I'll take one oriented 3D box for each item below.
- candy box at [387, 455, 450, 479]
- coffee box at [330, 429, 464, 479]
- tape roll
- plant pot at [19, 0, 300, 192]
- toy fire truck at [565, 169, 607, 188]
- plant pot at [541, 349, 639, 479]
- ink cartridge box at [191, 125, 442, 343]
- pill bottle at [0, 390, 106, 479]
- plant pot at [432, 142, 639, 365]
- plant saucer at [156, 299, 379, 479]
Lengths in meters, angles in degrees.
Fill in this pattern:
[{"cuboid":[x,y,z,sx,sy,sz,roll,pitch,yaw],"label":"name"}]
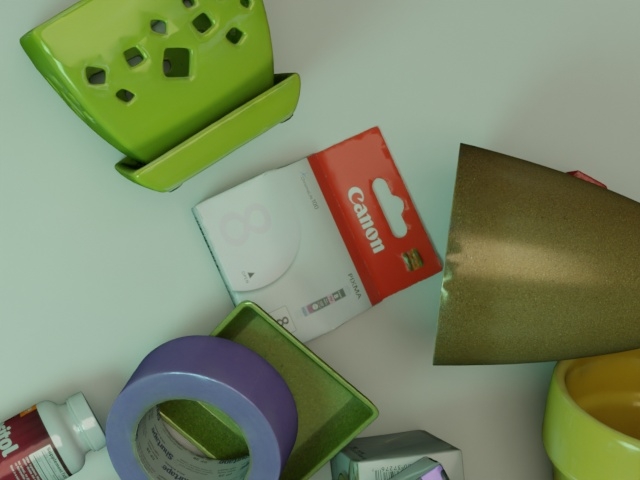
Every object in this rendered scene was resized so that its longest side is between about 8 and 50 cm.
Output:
[{"cuboid":[0.093,0.342,1.464,0.165,0.070,0.196,-31,94,-8],"label":"candy box"},{"cuboid":[0.091,0.365,1.584,0.119,0.168,0.297,-6,91,-9],"label":"coffee box"},{"cuboid":[-0.123,0.199,1.548,0.189,0.080,0.189,6,116,12],"label":"tape roll"},{"cuboid":[-0.157,-0.179,1.524,0.228,0.227,0.207,-33,102,-9],"label":"plant pot"},{"cuboid":[0.319,0.027,1.685,0.192,0.047,0.135,41,84,-7],"label":"toy fire truck"},{"cuboid":[0.354,0.266,1.591,0.254,0.254,0.239,3,115,-10],"label":"plant pot"},{"cuboid":[0.000,0.000,1.629,0.232,0.066,0.189,-25,93,-5],"label":"ink cartridge box"},{"cuboid":[-0.305,0.223,1.560,0.152,0.086,0.086,-29,94,-9],"label":"pill bottle"},{"cuboid":[0.256,0.029,1.552,0.254,0.237,0.237,7,88,4],"label":"plant pot"},{"cuboid":[-0.060,0.169,1.588,0.188,0.045,0.188,41,118,-7],"label":"plant saucer"}]
